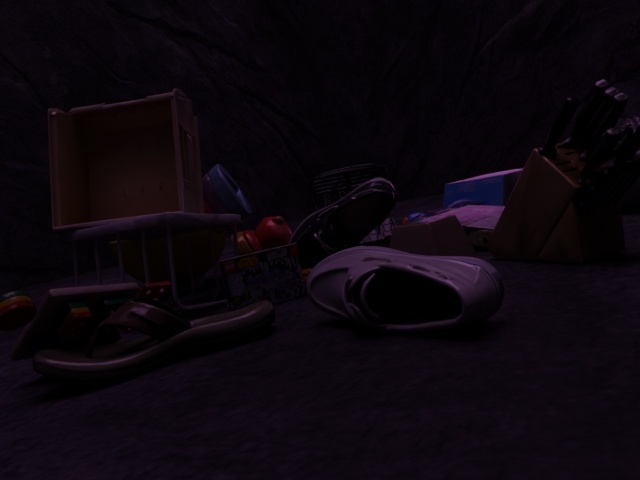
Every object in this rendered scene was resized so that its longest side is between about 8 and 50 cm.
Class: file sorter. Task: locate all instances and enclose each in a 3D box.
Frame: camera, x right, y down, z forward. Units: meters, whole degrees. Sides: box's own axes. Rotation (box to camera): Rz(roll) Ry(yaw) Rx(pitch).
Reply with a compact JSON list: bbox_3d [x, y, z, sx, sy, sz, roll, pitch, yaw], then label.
[{"bbox_3d":[-0.312,0.050,1.051,0.277,0.173,0.192,-8,-2,30],"label":"file sorter"}]

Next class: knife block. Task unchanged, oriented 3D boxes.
[{"bbox_3d":[0.351,-0.093,0.812,0.088,0.242,0.275,-12,5,-20],"label":"knife block"}]

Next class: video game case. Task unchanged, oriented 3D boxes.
[{"bbox_3d":[0.343,-0.034,1.142,0.210,0.042,0.232,8,18,44],"label":"video game case"}]

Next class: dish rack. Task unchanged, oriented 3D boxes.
[{"bbox_3d":[0.080,-0.072,1.306,0.208,0.074,0.272,-12,-34,4],"label":"dish rack"}]

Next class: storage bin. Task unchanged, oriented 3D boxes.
[{"bbox_3d":[-0.381,-0.156,1.084,0.262,0.261,0.123,-7,-6,8],"label":"storage bin"}]

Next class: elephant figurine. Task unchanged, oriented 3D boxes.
[{"bbox_3d":[0.654,-0.184,1.132,0.169,0.240,0.186,-14,6,-31],"label":"elephant figurine"}]

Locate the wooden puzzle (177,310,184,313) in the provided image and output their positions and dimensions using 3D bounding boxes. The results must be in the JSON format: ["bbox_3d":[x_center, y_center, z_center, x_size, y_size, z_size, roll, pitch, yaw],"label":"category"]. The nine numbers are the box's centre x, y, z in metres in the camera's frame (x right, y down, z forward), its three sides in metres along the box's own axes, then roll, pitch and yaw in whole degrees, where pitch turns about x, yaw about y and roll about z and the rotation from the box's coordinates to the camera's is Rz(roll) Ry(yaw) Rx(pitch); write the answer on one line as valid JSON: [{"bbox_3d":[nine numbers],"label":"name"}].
[{"bbox_3d":[-0.285,0.140,1.015,0.049,0.006,0.083,-11,5,8],"label":"wooden puzzle"}]

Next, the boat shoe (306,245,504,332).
[{"bbox_3d":[0.070,0.062,0.632,0.267,0.096,0.088,4,10,43],"label":"boat shoe"}]

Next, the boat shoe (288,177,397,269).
[{"bbox_3d":[0.036,-0.028,1.209,0.302,0.114,0.091,-42,11,18],"label":"boat shoe"}]

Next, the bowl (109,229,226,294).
[{"bbox_3d":[-0.364,0.047,1.373,0.289,0.156,0.289,-12,5,1],"label":"bowl"}]

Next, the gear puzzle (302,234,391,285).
[{"bbox_3d":[0.062,0.039,1.125,0.338,0.044,0.175,-15,6,-35],"label":"gear puzzle"}]

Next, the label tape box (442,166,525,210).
[{"bbox_3d":[0.585,-0.176,1.940,0.347,0.115,0.249,-14,5,-39],"label":"label tape box"}]

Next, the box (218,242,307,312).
[{"bbox_3d":[-0.098,0.064,0.936,0.136,0.094,0.027,-14,5,-18],"label":"box"}]

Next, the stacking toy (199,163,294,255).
[{"bbox_3d":[-0.195,-0.097,1.285,0.130,0.280,0.309,-33,-41,3],"label":"stacking toy"}]

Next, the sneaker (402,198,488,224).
[{"bbox_3d":[0.321,-0.043,1.363,0.221,0.083,0.087,-17,19,-2],"label":"sneaker"}]

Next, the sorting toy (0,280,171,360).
[{"bbox_3d":[-0.319,0.121,0.749,0.132,0.046,0.274,-49,-23,23],"label":"sorting toy"}]

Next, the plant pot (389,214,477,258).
[{"bbox_3d":[0.170,0.015,0.851,0.109,0.096,0.109,-15,6,-40],"label":"plant pot"}]

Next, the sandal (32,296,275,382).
[{"bbox_3d":[-0.210,0.110,0.713,0.302,0.086,0.120,-14,5,-23],"label":"sandal"}]

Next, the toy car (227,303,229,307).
[{"bbox_3d":[-0.139,0.093,1.005,0.060,0.041,0.122,-12,5,0],"label":"toy car"}]
